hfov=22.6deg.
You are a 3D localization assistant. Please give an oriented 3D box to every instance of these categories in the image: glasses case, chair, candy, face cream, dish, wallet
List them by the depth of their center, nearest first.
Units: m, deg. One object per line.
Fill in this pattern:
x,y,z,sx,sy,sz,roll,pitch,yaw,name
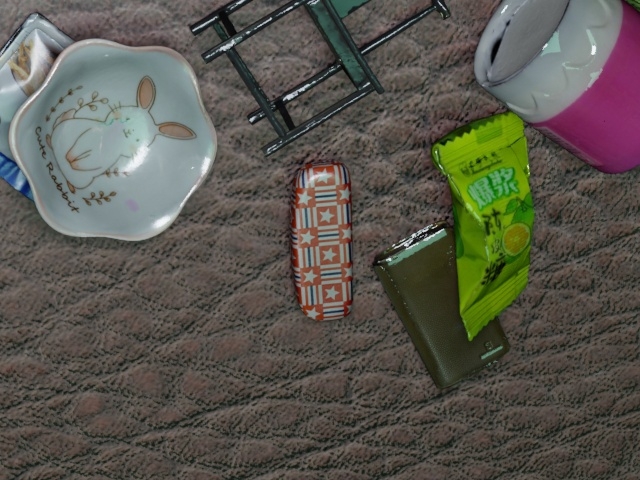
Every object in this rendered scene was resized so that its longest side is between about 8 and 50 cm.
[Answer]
-0.230,-0.112,1.725,0.229,0.081,0.229,-6,106,-22,dish
0.010,-0.228,1.735,0.260,0.141,0.154,-32,115,3,chair
0.295,-0.193,1.792,0.195,0.175,0.175,31,101,-22,face cream
0.000,0.000,1.864,0.073,0.049,0.194,-5,112,-10,glasses case
0.203,-0.020,1.878,0.149,0.069,0.246,-28,123,-37,candy
0.149,0.079,1.941,0.110,0.031,0.198,-29,115,-2,wallet

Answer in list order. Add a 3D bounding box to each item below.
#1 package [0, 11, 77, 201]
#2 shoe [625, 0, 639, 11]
-0.298,-0.134,1.753,0.171,0.027,0.173,37,94,-23,package
0.355,-0.317,1.773,0.262,0.140,0.128,31,77,-46,shoe
